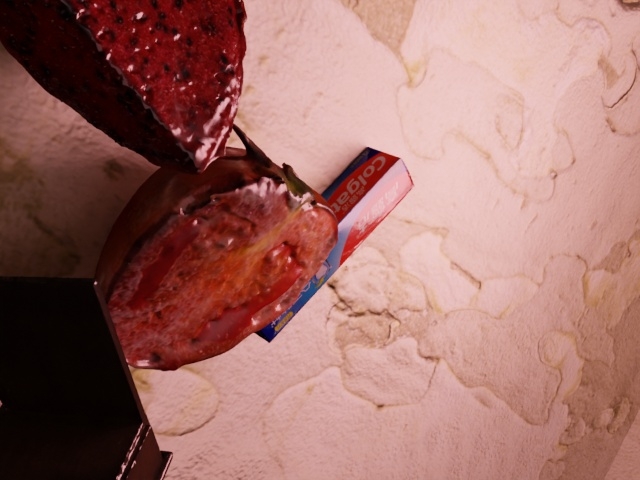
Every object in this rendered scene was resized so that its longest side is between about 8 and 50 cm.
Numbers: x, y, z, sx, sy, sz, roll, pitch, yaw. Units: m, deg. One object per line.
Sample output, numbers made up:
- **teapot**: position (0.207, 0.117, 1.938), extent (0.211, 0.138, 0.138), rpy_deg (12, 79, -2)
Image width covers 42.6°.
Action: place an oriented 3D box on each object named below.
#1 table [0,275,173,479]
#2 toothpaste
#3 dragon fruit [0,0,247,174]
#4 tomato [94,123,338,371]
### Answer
- **table**: position (-0.306, 0.216, 0.807), extent (0.250, 0.196, 0.282), rpy_deg (-70, 157, -50)
- **toothpaste**: position (0.000, 0.000, 1.165), extent (0.320, 0.076, 0.066), rpy_deg (-48, 132, -16)
- **dragon fruit**: position (-0.202, -0.233, 0.821), extent (0.317, 0.152, 0.205), rpy_deg (54, 52, -29)
- **tomato**: position (-0.143, -0.002, 0.959), extent (0.309, 0.170, 0.309), rpy_deg (-25, 142, -21)
